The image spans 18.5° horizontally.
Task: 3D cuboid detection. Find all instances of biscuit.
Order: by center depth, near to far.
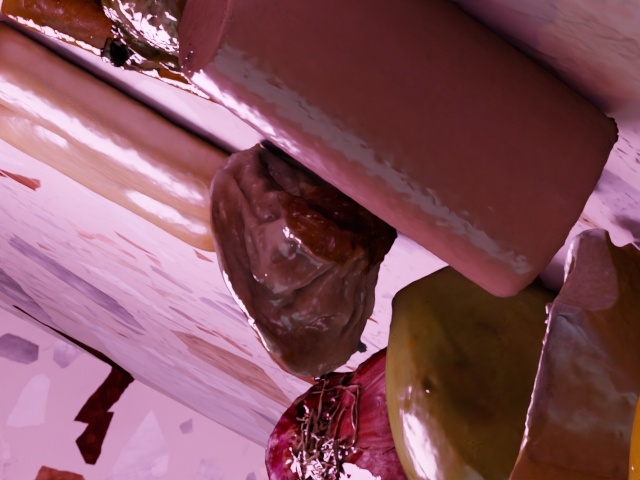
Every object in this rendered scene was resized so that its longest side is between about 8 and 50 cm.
[{"bbox_3d":[-0.191,-0.085,1.773,0.291,0.062,0.237,29,167,0],"label":"biscuit"}]

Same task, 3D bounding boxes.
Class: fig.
[{"bbox_3d":[0.142,0.131,1.508,0.230,0.207,0.207,31,168,-8],"label":"fig"}]

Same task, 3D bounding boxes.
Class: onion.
[{"bbox_3d":[0.076,0.204,1.848,0.281,0.221,0.281,-7,161,-2],"label":"onion"}]

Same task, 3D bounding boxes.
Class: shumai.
[{"bbox_3d":[0.000,0.000,1.554,0.120,0.201,0.201,-25,137,24],"label":"shumai"}]

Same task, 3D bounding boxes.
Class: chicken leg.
[{"bbox_3d":[-0.091,-0.140,1.247,0.103,0.088,0.227,18,166,-5],"label":"chicken leg"}]

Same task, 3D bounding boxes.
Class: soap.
[{"bbox_3d":[0.292,0.182,1.293,0.339,0.304,0.169,15,-151,11],"label":"soap"}]

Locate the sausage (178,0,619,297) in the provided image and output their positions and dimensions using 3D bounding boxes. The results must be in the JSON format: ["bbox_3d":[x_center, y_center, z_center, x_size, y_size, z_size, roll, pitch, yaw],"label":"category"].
[{"bbox_3d":[0.034,-0.084,1.086,0.253,0.123,0.123,34,168,-13],"label":"sausage"}]

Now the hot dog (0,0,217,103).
[{"bbox_3d":[-0.137,-0.148,1.423,0.216,0.047,0.066,23,180,30],"label":"hot dog"}]

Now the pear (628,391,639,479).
[{"bbox_3d":[0.290,0.115,1.012,0.285,0.285,0.336,35,-160,-19],"label":"pear"}]
